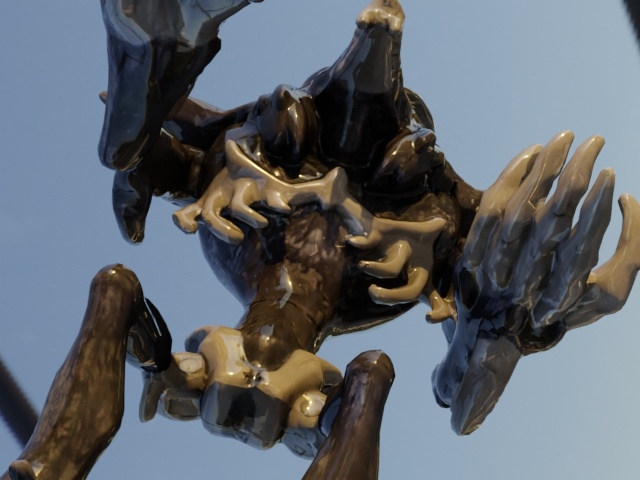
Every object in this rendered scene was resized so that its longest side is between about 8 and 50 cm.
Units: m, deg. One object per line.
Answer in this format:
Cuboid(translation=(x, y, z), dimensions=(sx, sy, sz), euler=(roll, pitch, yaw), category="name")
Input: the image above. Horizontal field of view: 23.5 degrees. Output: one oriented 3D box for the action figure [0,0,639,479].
Cuboid(translation=(0.000, 0.000, 0.409), dimensions=(0.275, 0.164, 0.141), euler=(-70, 3, -51), category="action figure")
